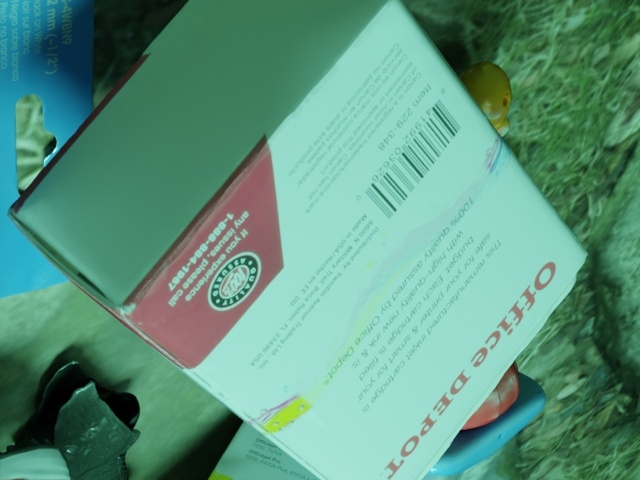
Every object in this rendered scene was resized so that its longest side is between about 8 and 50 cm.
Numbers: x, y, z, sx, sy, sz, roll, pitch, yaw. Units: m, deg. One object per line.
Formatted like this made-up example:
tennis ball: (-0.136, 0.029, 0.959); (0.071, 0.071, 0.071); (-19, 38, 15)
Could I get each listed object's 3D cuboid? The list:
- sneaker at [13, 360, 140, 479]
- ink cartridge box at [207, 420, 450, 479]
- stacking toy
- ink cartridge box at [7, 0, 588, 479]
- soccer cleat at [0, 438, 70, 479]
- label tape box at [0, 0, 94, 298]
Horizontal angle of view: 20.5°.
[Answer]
sneaker: (-0.157, 0.148, 1.280); (0.089, 0.051, 0.170); (-42, 143, 6)
ink cartridge box: (-0.016, 0.270, 1.378); (0.232, 0.168, 0.171); (-58, 156, -31)
stacking toy: (0.089, 0.006, 1.310); (0.175, 0.166, 0.302); (-26, 134, -48)
ink cartridge box: (0.000, 0.000, 1.045); (0.226, 0.131, 0.306); (-50, 141, -7)
soccer cleat: (-0.241, 0.204, 1.045); (0.109, 0.116, 0.318); (-34, 168, 26)
label tape box: (-0.257, 0.015, 0.984); (0.348, 0.115, 0.249); (-20, 140, -28)
